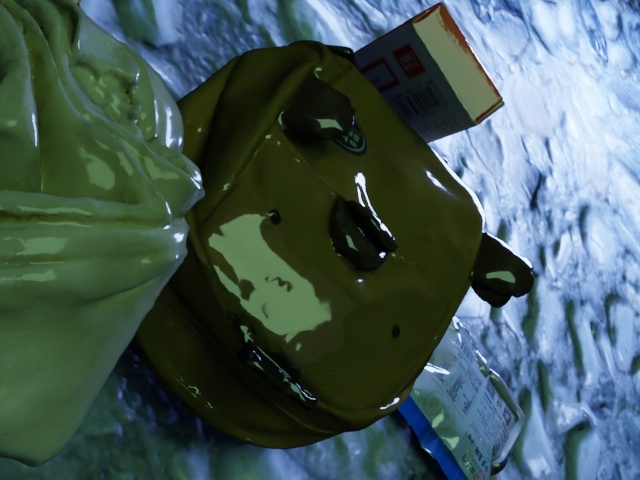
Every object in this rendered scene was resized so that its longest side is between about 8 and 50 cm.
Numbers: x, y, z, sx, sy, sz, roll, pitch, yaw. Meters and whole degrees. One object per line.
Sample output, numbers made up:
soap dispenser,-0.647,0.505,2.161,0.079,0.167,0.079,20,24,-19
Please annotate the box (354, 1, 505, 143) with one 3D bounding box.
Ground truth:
box,0.081,-0.156,0.996,0.050,0.229,0.123,-39,101,-25

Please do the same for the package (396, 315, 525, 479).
package,0.157,0.187,1.047,0.171,0.027,0.173,57,44,-13

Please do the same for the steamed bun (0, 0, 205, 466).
steamed bun,-0.223,-0.027,0.588,0.203,0.276,0.289,41,56,-36

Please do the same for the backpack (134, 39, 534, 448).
backpack,-0.003,0.004,0.850,0.353,0.201,0.378,40,46,-19

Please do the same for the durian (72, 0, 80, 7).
durian,-0.291,-0.194,0.715,0.138,0.183,0.250,33,44,17
